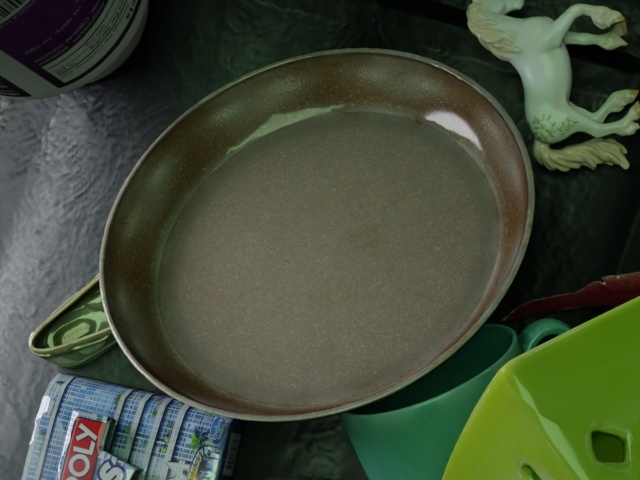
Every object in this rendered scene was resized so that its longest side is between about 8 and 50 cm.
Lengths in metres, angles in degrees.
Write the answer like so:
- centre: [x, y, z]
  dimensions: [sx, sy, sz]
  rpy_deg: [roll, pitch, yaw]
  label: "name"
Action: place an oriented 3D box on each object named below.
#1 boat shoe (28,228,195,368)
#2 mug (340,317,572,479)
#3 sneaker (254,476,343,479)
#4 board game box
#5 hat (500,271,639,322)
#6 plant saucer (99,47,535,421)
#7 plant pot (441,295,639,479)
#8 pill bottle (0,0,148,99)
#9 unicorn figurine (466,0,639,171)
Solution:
- centre: [-0.144, 0.040, 1.447]
  dimensions: [0.153, 0.048, 0.056]
  rpy_deg: [-32, 75, 7]
  label: "boat shoe"
- centre: [0.101, 0.124, 1.328]
  dimensions: [0.158, 0.129, 0.097]
  rpy_deg: [-17, 105, 21]
  label: "mug"
- centre: [0.102, 0.308, 1.321]
  dimensions: [0.410, 0.158, 0.182]
  rpy_deg: [24, 112, 17]
  label: "sneaker"
- centre: [-0.170, 0.197, 1.422]
  dimensions: [0.194, 0.060, 0.194]
  rpy_deg: [11, 84, 14]
  label: "board game box"
- centre: [0.280, 0.046, 1.342]
  dimensions: [0.208, 0.173, 0.183]
  rpy_deg: [50, 129, 34]
  label: "hat"
- centre: [0.000, 0.000, 1.368]
  dimensions: [0.311, 0.050, 0.310]
  rpy_deg: [-11, 52, 14]
  label: "plant saucer"
- centre: [0.228, 0.153, 1.159]
  dimensions: [0.228, 0.227, 0.207]
  rpy_deg: [-25, 69, -17]
  label: "plant pot"
- centre: [-0.228, -0.203, 1.365]
  dimensions: [0.181, 0.323, 0.181]
  rpy_deg: [-2, 81, 13]
  label: "pill bottle"
- centre: [0.164, -0.126, 1.394]
  dimensions: [0.111, 0.060, 0.162]
  rpy_deg: [-10, 78, 11]
  label: "unicorn figurine"
